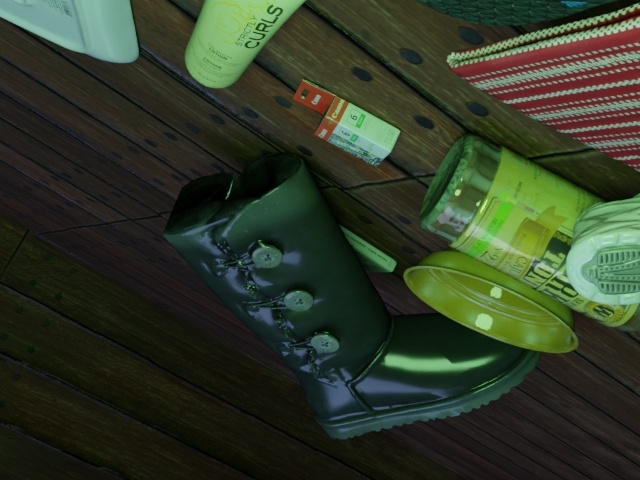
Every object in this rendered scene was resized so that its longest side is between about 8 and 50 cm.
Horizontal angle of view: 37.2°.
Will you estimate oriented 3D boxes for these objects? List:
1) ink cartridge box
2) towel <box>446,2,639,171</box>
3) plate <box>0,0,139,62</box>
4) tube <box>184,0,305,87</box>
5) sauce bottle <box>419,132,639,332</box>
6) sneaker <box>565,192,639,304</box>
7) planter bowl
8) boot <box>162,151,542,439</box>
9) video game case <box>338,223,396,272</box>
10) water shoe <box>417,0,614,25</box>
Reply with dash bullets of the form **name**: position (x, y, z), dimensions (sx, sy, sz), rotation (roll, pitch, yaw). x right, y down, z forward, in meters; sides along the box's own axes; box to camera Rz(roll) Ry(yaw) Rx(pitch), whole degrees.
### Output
- **ink cartridge box**: position (0.021, -0.122, 0.999), dimensions (0.115, 0.029, 0.063), rotation (27, 165, -6)
- **towel**: position (0.248, -0.087, 0.649), dimensions (0.274, 0.031, 0.199), rotation (20, 169, -30)
- **plate**: position (-0.327, -0.288, 0.983), dimensions (0.278, 0.045, 0.277), rotation (25, 164, 0)
- **tube**: position (-0.068, -0.203, 0.832), dimensions (0.070, 0.062, 0.240), rotation (-12, 172, -22)
- **sauce bottle**: position (0.267, 0.017, 0.918), dimensions (0.344, 0.111, 0.111), rotation (26, 165, -3)
- **sneaker**: position (0.325, -0.010, 0.803), dimensions (0.232, 0.115, 0.090), rotation (2, 124, 10)
- **planter bowl**: position (0.214, 0.046, 1.125), dimensions (0.217, 0.090, 0.217), rotation (24, 165, 7)
- **boot**: position (0.056, 0.056, 1.288), dimensions (0.367, 0.146, 0.445), rotation (-24, 118, 15)
- **video game case**: position (0.000, 0.000, 1.446), dimensions (0.173, 0.022, 0.190), rotation (32, 164, -23)
- **water shoe**: position (0.139, -0.178, 0.552), dimensions (0.073, 0.080, 0.203), rotation (11, 174, -41)
